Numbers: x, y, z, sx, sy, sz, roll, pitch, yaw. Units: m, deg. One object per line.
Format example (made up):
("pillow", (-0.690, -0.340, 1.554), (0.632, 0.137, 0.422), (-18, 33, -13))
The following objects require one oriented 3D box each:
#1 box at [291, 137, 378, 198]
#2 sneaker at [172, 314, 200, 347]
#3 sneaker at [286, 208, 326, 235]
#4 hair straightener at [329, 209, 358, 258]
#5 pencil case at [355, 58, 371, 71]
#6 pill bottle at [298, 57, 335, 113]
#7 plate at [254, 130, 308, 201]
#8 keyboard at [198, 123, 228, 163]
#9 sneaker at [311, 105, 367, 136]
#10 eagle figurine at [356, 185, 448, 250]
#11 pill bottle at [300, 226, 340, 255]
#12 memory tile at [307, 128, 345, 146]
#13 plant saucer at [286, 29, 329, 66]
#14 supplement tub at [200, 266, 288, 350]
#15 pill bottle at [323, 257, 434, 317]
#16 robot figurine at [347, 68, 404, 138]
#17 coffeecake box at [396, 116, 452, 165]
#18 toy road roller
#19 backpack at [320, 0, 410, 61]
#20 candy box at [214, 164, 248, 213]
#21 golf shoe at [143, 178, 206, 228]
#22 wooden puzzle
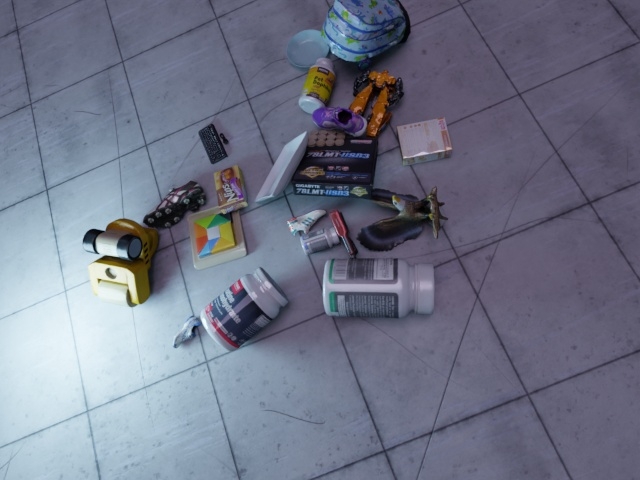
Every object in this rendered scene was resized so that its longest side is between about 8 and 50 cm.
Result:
("box", (0.062, -0.283, 1.681), (0.295, 0.073, 0.293), (4, 48, 11))
("sneaker", (-0.504, 0.353, 1.671), (0.058, 0.052, 0.135), (32, 82, 13))
("sneaker", (-0.046, -0.068, 1.715), (0.161, 0.057, 0.075), (-19, 88, 3))
("hair straightener", (0.107, -0.006, 1.643), (0.047, 0.089, 0.230), (-33, 74, 16))
("pencil case", (0.159, -0.793, 1.877), (0.064, 0.070, 0.152), (-25, 72, 2))
("pill bottle", (-0.007, -0.641, 1.837), (0.117, 0.117, 0.215), (13, 77, 14))
("plate", (-0.144, -0.268, 1.703), (0.045, 0.278, 0.277), (30, 79, -19))
("keyboard", (-0.453, -0.423, 1.905), (0.108, 0.023, 0.180), (-27, 72, 2))
("sneaker", (0.062, -0.478, 1.717), (0.236, 0.104, 0.095), (21, 92, 28))
("eagle figurine", (0.291, -0.101, 1.612), (0.298, 0.225, 0.226), (-12, 25, 37))
("pill bottle", (0.000, 0.000, 1.667), (0.137, 0.078, 0.078), (-18, 71, 5))
("memory tile", (0.025, -0.404, 1.749), (0.148, 0.012, 0.113), (1, 44, 8))
("plant saucer", (-0.052, -0.833, 1.944), (0.195, 0.037, 0.195), (-3, 74, 9))
("supplement tub", (-0.270, 0.243, 1.585), (0.272, 0.191, 0.191), (-40, 71, -3))
("pill bottle", (0.199, 0.162, 1.516), (0.361, 0.204, 0.204), (0, 74, 11))
("robot figurine", (0.211, -0.553, 1.789), (0.211, 0.085, 0.291), (22, 79, 15))
("coffeecake box", (0.399, -0.381, 1.712), (0.185, 0.068, 0.142), (-10, 72, 8))
("toy road roller", (-0.755, 0.074, 1.749), (0.202, 0.240, 0.329), (9, 113, 12))
("backpack", (0.165, -0.864, 1.754), (0.355, 0.273, 0.290), (-38, 86, -14))
("candy box", (-0.363, -0.207, 1.789), (0.109, 0.053, 0.187), (-18, 57, 5))
("golf shoe", (-0.604, -0.147, 1.824), (0.273, 0.105, 0.120), (-30, 53, -4))
("wooden puzzle", (-0.418, -0.023, 1.769), (0.221, 0.044, 0.239), (-17, 72, 5))
